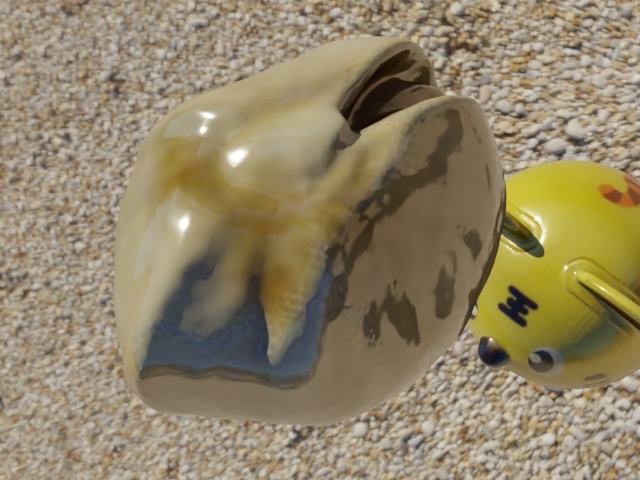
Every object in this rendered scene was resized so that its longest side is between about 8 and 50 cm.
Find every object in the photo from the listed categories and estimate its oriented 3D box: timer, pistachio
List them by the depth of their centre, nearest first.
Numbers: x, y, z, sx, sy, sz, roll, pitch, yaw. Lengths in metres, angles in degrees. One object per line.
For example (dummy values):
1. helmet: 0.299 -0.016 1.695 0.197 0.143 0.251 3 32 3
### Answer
1. pistachio: 0.000 0.000 0.828 0.281 0.445 0.365 42 114 15
2. timer: 0.348 0.045 1.394 0.376 0.387 0.376 -4 80 22
